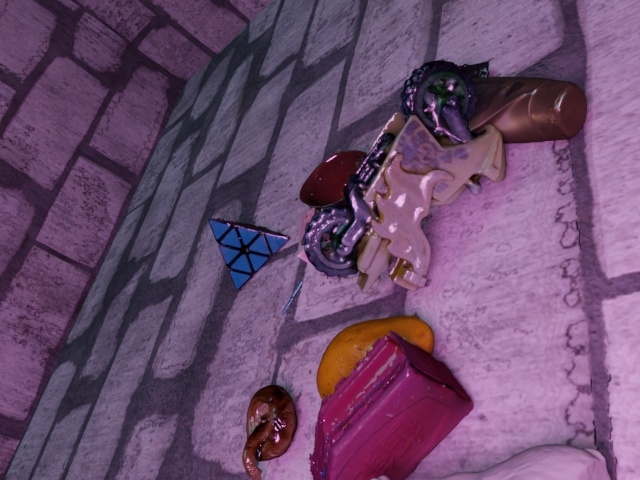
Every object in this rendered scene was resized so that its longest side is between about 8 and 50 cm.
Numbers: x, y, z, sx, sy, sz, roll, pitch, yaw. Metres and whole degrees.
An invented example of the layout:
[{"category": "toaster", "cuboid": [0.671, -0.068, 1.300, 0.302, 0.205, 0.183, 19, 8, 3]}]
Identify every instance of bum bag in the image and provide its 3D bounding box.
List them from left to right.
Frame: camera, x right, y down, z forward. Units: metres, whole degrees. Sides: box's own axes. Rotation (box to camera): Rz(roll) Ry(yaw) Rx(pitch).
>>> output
[{"category": "bum bag", "cuboid": [0.308, -0.342, 1.216, 0.124, 0.034, 0.058, 28, 94, 61]}]

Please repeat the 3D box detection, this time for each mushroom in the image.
[{"category": "mushroom", "cuboid": [-0.095, 0.354, 1.074, 0.135, 0.080, 0.171, -32, 36, 56]}]

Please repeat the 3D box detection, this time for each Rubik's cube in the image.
[{"category": "Rubik's cube", "cuboid": [-0.194, 0.042, 1.571, 0.190, 0.211, 0.178, -40, -35, -83]}]

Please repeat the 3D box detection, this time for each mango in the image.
[{"category": "mango", "cuboid": [0.085, 0.189, 0.940, 0.227, 0.109, 0.147, -37, 32, 28]}]

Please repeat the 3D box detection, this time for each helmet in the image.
[{"category": "helmet", "cuboid": [0.050, -0.103, 1.275, 0.175, 0.106, 0.155, -38, 40, -9]}]

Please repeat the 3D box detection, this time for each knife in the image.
[{"category": "knife", "cuboid": [-0.065, 0.131, 1.324, 0.091, 0.005, 0.014, -58, 28, -3]}]

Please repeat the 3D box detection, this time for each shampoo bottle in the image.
[{"category": "shampoo bottle", "cuboid": [0.313, -0.235, 1.054, 0.126, 0.084, 0.350, -61, 30, -5]}]

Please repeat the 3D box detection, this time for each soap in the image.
[{"category": "soap", "cuboid": [0.080, 0.265, 0.829, 0.250, 0.162, 0.099, -51, 36, 13]}]

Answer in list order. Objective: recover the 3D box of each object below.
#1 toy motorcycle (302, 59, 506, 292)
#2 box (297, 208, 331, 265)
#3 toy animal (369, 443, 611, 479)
[{"category": "toy motorcycle", "cuboid": [0.155, -0.087, 0.995, 0.410, 0.237, 0.169, -54, 14, 9]}, {"category": "box", "cuboid": [0.000, 0.000, 1.276, 0.043, 0.089, 0.125, -32, 38, 35]}, {"category": "toy animal", "cuboid": [0.184, 0.316, 0.647, 0.282, 0.140, 0.138, -31, 29, 31]}]
